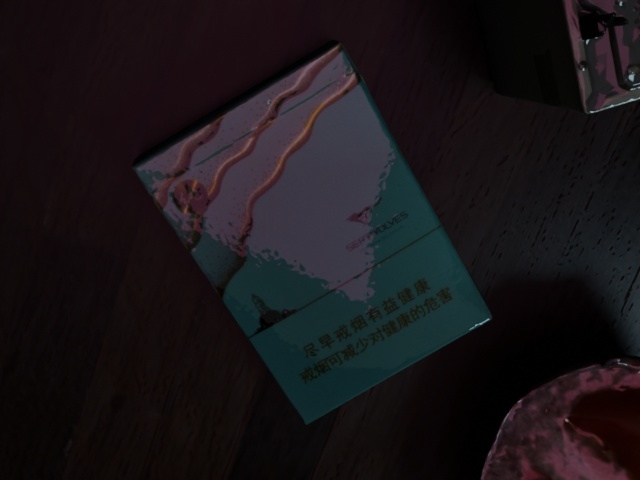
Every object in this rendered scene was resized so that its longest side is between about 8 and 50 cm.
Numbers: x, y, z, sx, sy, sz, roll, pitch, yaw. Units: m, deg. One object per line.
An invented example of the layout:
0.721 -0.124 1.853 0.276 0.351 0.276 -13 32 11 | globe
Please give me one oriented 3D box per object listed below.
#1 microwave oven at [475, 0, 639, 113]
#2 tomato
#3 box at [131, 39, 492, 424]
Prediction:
0.160 -0.209 0.409 0.145 0.194 0.240 -17 105 -2 | microwave oven
0.221 0.183 0.568 0.199 0.112 0.228 40 101 7 | tomato
0.000 -0.001 0.527 0.162 0.041 0.229 -31 107 3 | box
